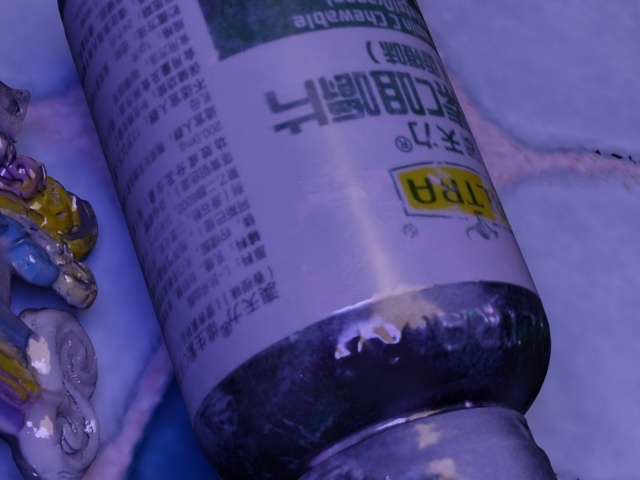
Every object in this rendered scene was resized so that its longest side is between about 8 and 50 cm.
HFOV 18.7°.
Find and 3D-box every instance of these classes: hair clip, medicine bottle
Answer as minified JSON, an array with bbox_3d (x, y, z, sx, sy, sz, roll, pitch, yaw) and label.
[{"bbox_3d":[-0.133,0.010,0.738,0.116,0.049,0.172,25,41,-39],"label":"hair clip"},{"bbox_3d":[0.000,0.000,0.755,0.141,0.141,0.293,-7,63,-27],"label":"medicine bottle"}]
